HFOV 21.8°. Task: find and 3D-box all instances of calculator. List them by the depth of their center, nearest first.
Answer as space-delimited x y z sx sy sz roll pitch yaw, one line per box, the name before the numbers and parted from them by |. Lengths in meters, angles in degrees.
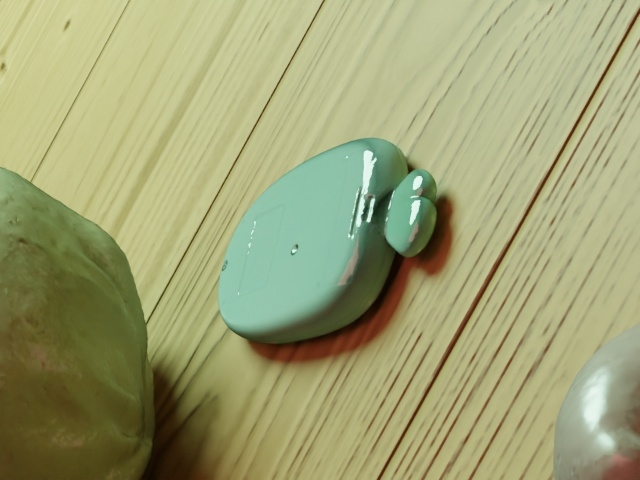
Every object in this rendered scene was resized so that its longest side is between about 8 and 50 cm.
calculator | 0.000 0.000 0.762 0.153 0.021 0.095 -21 50 52

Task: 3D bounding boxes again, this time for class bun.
bun | -0.148 0.079 0.813 0.231 0.133 0.231 -177 90 -72

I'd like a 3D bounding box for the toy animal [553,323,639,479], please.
toy animal | 0.159 0.009 0.427 0.212 0.124 0.124 -51 32 25
